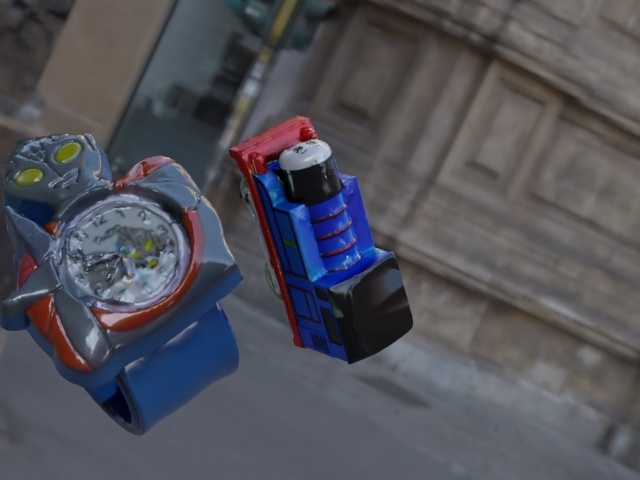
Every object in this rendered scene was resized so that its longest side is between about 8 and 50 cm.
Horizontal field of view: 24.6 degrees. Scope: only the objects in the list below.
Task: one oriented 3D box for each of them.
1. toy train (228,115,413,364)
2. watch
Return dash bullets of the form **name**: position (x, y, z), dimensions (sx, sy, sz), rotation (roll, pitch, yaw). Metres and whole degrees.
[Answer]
- **toy train**: position (0.000, 0.000, 1.313), dimensions (0.083, 0.204, 0.131), rotation (-28, 25, -27)
- **watch**: position (-0.233, 0.047, 1.547), dimensions (0.305, 0.241, 0.274), rotation (48, -22, 25)
